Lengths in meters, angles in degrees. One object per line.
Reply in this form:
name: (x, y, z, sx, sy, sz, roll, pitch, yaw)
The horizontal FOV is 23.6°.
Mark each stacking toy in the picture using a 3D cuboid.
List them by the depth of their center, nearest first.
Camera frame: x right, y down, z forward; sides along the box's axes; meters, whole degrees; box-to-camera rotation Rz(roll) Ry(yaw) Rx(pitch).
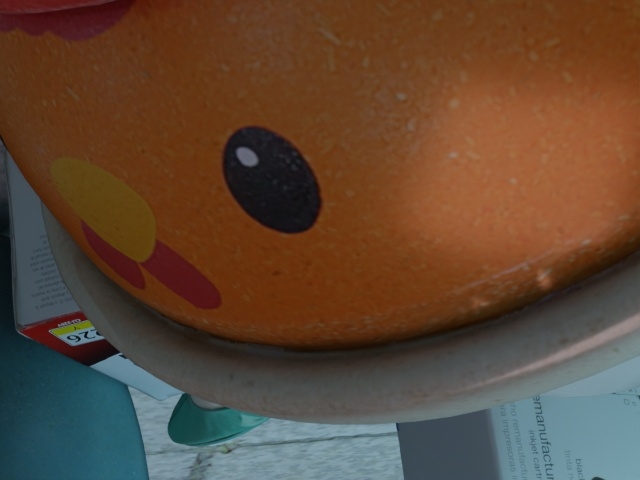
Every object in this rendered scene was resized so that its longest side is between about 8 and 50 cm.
stacking toy: (-0.063, -0.204, 0.342, 0.350, 0.351, 0.480, -21, 137, 29)

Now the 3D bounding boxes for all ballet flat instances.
ballet flat: (-0.049, 0.113, 1.352, 0.247, 0.083, 0.087, -19, 132, 26)

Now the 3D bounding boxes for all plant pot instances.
plant pot: (-0.257, 0.103, 1.049, 0.290, 0.195, 0.290, 1, 162, 0)

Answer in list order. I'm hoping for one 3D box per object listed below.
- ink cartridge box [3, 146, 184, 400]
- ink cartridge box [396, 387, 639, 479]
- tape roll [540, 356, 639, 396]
ink cartridge box: (0.000, 0.000, 0.993, 0.309, 0.130, 0.272, -14, 159, 16)
ink cartridge box: (0.222, 0.140, 1.289, 0.307, 0.223, 0.129, 6, 154, -31)
tape roll: (0.127, -0.065, 0.719, 0.246, 0.246, 0.169, -3, 159, -11)
